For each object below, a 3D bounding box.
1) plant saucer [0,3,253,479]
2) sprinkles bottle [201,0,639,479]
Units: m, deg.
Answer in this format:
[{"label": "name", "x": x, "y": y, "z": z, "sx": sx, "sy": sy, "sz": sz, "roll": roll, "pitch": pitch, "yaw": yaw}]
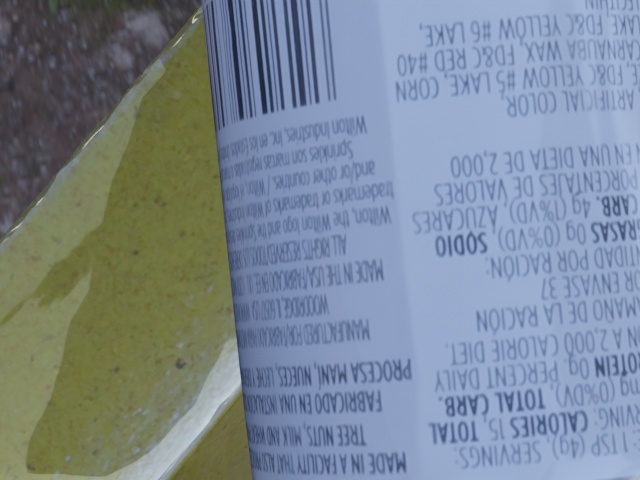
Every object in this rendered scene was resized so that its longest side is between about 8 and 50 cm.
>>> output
[{"label": "plant saucer", "x": 0.000, "y": 0.000, "z": 0.659, "sx": 0.081, "sy": 0.333, "sz": 0.332, "roll": 39, "pitch": 86, "yaw": 13}, {"label": "sprinkles bottle", "x": 0.037, "y": 0.006, "z": 0.388, "sx": 0.121, "sy": 0.121, "sz": 0.355, "roll": -6, "pitch": 87, "yaw": -11}]
